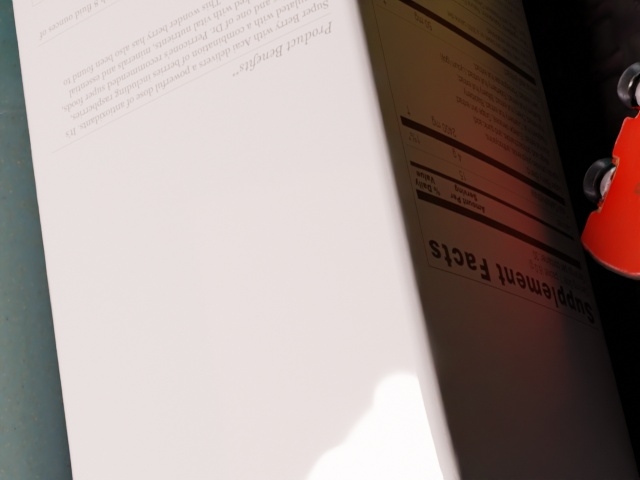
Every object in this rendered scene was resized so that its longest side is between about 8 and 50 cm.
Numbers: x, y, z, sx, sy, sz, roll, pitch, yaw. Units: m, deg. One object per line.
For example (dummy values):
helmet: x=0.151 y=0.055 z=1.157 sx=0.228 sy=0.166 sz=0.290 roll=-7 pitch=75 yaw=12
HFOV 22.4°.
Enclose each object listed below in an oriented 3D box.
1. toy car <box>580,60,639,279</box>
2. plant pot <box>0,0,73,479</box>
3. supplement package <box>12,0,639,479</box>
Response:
toy car: x=0.194 y=-0.113 z=0.636 sx=0.225 sy=0.053 sz=0.239 roll=-21 pitch=63 yaw=49
plant pot: x=-0.257 y=0.025 z=0.976 sx=0.341 sy=0.341 sz=0.334 roll=-8 pitch=91 yaw=53
supplement package: x=0.000 y=0.000 z=0.706 sx=0.177 sy=0.175 sz=0.293 roll=-22 pitch=66 yaw=29
